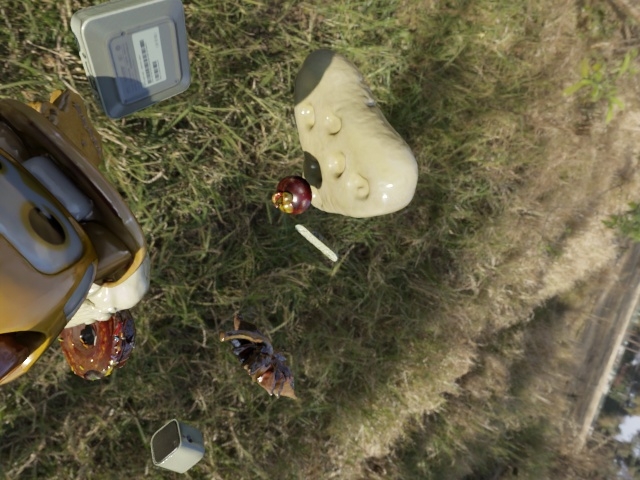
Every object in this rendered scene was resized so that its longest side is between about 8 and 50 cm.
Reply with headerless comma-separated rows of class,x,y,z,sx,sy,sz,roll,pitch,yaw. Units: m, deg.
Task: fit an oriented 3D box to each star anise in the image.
star anise,-0.174,0.345,1.289,0.109,0.292,0.349,-42,109,-6

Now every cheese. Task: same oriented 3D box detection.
cheese,0.070,-0.210,0.880,0.130,0.328,0.350,-13,113,-27

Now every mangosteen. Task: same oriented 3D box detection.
mangosteen,-0.056,-0.092,0.867,0.081,0.081,0.080,-34,134,-44

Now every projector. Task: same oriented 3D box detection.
projector,-0.331,0.477,1.003,0.083,0.083,0.082,-39,132,0

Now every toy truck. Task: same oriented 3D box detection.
toy truck,-0.296,0.015,0.364,0.204,0.288,0.211,48,53,-11

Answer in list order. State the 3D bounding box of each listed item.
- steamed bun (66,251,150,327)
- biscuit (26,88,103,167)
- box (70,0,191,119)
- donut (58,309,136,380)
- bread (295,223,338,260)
steamed bun,-0.554,0.035,0.948,0.352,0.339,0.247,46,35,-48
biscuit,-0.384,-0.106,0.634,0.184,0.035,0.248,90,1,-49
box,-0.675,-0.684,1.602,0.396,0.111,0.396,-39,158,-31
donut,-0.588,0.258,1.162,0.230,0.216,0.096,-37,165,17
bread,-0.002,-0.003,1.602,0.036,0.193,0.112,-50,176,13
